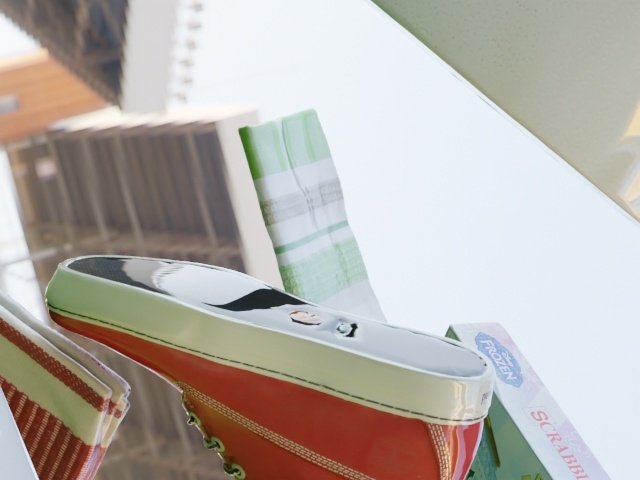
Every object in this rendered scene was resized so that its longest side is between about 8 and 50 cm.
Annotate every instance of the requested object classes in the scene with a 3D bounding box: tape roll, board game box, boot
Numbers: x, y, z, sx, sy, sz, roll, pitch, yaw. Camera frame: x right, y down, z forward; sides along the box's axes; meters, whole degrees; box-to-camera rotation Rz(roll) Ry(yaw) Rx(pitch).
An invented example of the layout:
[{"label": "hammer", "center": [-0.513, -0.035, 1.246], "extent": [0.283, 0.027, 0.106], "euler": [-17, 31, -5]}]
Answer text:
[{"label": "tape roll", "center": [0.126, -0.123, 0.751], "extent": [0.246, 0.169, 0.246], "euler": [39, 7, -6]}, {"label": "board game box", "center": [0.166, 0.299, 1.666], "extent": [0.318, 0.066, 0.318], "euler": [59, -40, 42]}, {"label": "boot", "center": [-0.045, 0.113, 0.923], "extent": [0.244, 0.088, 0.176], "euler": [18, -73, 14]}]

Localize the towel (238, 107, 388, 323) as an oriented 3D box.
[{"label": "towel", "center": [0.000, 0.000, 1.014], "extent": [0.113, 0.023, 0.152], "euler": [-29, 102, -71]}]

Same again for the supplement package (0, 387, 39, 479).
[{"label": "supplement package", "center": [-0.135, 0.123, 0.516], "extent": [0.179, 0.105, 0.105], "euler": [-107, 175, -78]}]

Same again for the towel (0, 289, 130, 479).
[{"label": "towel", "center": [-0.263, 0.130, 1.049], "extent": [0.237, 0.037, 0.329], "euler": [36, -56, 7]}]
